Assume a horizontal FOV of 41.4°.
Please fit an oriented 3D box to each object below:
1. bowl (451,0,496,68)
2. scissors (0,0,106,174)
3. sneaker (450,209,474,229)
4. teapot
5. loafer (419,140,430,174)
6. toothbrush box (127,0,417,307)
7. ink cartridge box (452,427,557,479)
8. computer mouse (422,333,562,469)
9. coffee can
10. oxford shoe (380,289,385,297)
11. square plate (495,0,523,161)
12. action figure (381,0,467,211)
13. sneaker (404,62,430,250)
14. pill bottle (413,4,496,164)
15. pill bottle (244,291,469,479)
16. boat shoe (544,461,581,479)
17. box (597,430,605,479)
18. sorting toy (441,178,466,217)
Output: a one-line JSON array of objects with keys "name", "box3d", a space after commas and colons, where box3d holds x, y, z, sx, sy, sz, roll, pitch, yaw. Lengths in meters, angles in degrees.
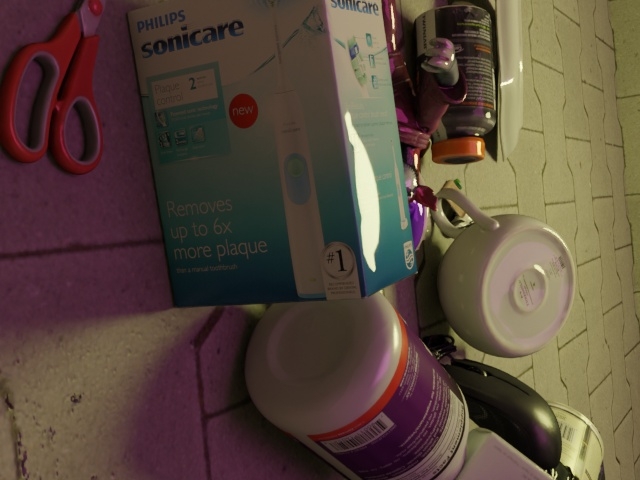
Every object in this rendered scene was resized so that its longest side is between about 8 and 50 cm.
[{"name": "bowl", "box3d": [0.300, -0.385, 1.639, 0.142, 0.053, 0.142, 19, 69, -57]}, {"name": "scissors", "box3d": [-0.210, -0.196, 0.736, 0.109, 0.021, 0.297, 31, 60, -53]}, {"name": "sneaker", "box3d": [0.248, -0.037, 1.518, 0.044, 0.040, 0.109, 53, 37, 8]}, {"name": "teapot", "box3d": [0.284, 0.065, 1.421, 0.252, 0.187, 0.256, 15, 89, -31]}, {"name": "loafer", "box3d": [0.143, -0.147, 1.313, 0.062, 0.061, 0.170, 52, 43, -43]}, {"name": "toothbrush box", "box3d": [-0.044, -0.093, 0.818, 0.126, 0.216, 0.296, -16, 101, -60]}, {"name": "ink cartridge box", "box3d": [0.221, 0.487, 1.078, 0.385, 0.308, 0.091, -52, 180, -11]}, {"name": "computer mouse", "box3d": [0.258, 0.234, 1.275, 0.072, 0.272, 0.188, -59, 167, 26]}, {"name": "coffee can", "box3d": [0.380, 0.444, 1.500, 0.275, 0.201, 0.202, -48, 126, -53]}, {"name": "oxford shoe", "box3d": [0.000, 0.000, 1.040, 0.076, 0.076, 0.212, -21, 88, -43]}, {"name": "square plate", "box3d": [0.373, -0.378, 1.674, 0.344, 0.049, 0.347, 55, 36, -69]}, {"name": "action figure", "box3d": [0.039, -0.191, 1.009, 0.276, 0.248, 0.370, -62, 131, -74]}, {"name": "sneaker", "box3d": [0.058, -0.114, 1.135, 0.146, 0.102, 0.293, -16, 96, -53]}, {"name": "pill bottle", "box3d": [0.223, -0.251, 1.402, 0.130, 0.130, 0.246, 10, 77, -60]}, {"name": "pill bottle", "box3d": [0.061, 0.189, 0.995, 0.323, 0.181, 0.181, 50, 45, -46]}, {"name": "boat shoe", "box3d": [0.270, 0.427, 1.218, 0.340, 0.127, 0.113, -40, 97, -35]}, {"name": "box", "box3d": [0.515, 0.551, 1.781, 0.165, 0.143, 0.270, -27, 110, -57]}, {"name": "sorting toy", "box3d": [0.244, -0.079, 1.514, 0.062, 0.012, 0.083, 48, 38, -7]}]
